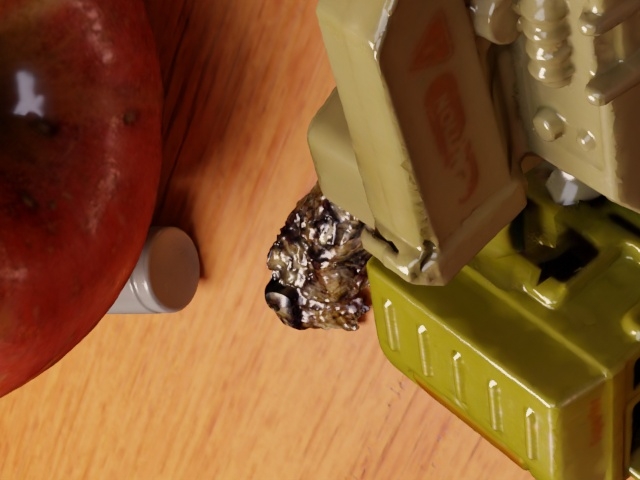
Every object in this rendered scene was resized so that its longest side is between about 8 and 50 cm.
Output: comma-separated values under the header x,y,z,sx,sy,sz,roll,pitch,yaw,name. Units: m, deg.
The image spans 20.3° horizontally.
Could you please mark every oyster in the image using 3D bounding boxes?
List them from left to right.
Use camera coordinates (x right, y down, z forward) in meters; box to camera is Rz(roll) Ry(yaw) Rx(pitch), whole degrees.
x,y,z,sx,sy,sz,roll,pitch,yaw,name
-0.001,0.001,1.113,0.086,0.029,0.132,14,119,29,oyster

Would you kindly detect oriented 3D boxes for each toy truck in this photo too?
x,y,z,sx,sy,sz,roll,pitch,yaw,name
0.116,-0.050,0.809,0.180,0.254,0.405,40,156,33,toy truck

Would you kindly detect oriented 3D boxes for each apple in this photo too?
x,y,z,sx,sy,sz,roll,pitch,yaw,name
-0.283,-0.074,1.072,0.364,0.364,0.364,14,117,29,apple

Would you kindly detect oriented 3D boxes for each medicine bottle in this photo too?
x,y,z,sx,sy,sz,roll,pitch,yaw,name
-0.133,0.020,1.191,0.091,0.058,0.058,-2,109,34,medicine bottle
